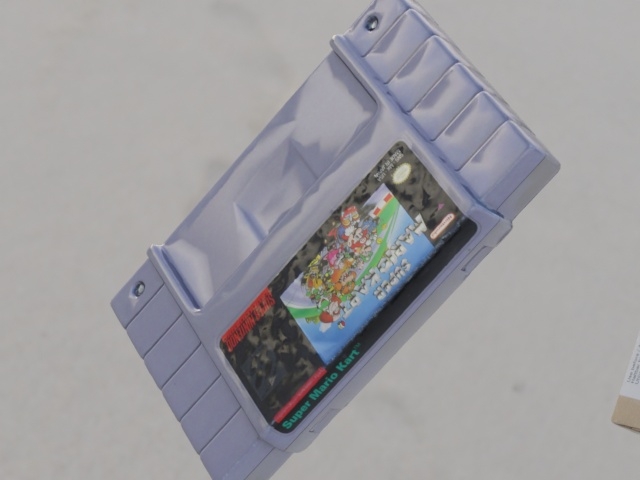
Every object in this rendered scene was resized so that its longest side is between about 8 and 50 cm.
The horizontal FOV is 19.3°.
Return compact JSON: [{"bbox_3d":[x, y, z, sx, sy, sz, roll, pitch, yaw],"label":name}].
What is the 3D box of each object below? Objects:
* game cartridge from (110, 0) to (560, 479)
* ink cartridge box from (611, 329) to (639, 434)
[{"bbox_3d":[0.000,0.000,1.444,0.068,0.355,0.230,29,19,-43],"label":"game cartridge"},{"bbox_3d":[0.383,0.087,1.705,0.193,0.235,0.088,24,-7,-39],"label":"ink cartridge box"}]
